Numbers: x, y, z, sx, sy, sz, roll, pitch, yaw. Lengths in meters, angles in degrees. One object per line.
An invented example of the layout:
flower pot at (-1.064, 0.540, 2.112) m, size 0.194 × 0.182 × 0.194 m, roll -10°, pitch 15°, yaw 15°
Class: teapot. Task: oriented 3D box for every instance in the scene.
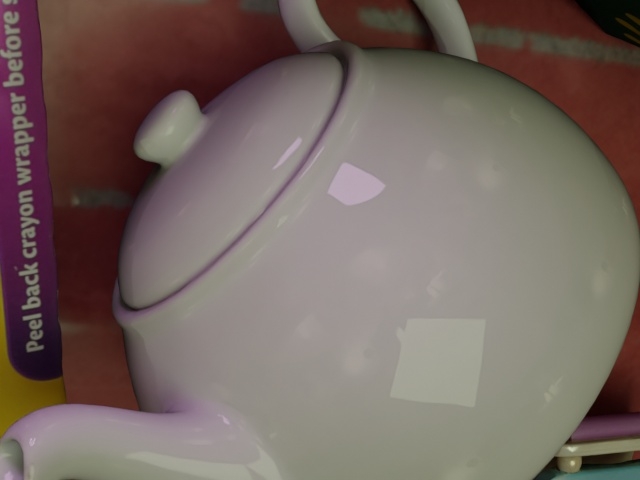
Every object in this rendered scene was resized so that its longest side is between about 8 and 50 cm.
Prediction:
teapot at (0.000, 0.000, 0.524) m, size 0.187 × 0.256 × 0.252 m, roll 42°, pitch 98°, yaw -20°

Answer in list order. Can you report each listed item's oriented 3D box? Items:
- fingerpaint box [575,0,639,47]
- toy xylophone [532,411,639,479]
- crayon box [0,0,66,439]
fingerpaint box at (0.219, -0.317, 0.471) m, size 0.371 × 0.163 × 0.444 m, roll 24°, pitch 98°, yaw -54°
toy xylophone at (0.123, 0.246, 0.724) m, size 0.236 × 0.081 × 0.322 m, roll -9°, pitch 110°, yaw -21°
crayon box at (-0.263, -0.062, 0.434) m, size 0.313 × 0.106 × 0.362 m, roll -5°, pitch 116°, yaw -16°
